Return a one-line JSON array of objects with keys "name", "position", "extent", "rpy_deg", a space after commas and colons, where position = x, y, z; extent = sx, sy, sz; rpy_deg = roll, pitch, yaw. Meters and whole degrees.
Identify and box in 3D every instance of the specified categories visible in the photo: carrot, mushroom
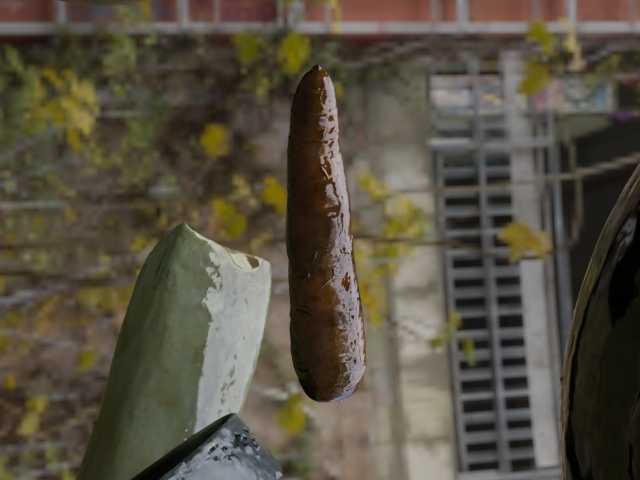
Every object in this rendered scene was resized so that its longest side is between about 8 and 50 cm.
[{"name": "carrot", "position": [0.000, 0.001, 0.757], "extent": [0.035, 0.036, 0.165], "rpy_deg": [-128, -150, -60]}, {"name": "mushroom", "position": [-0.107, 0.147, 1.096], "extent": [0.081, 0.100, 0.312], "rpy_deg": [3, -105, 45]}]

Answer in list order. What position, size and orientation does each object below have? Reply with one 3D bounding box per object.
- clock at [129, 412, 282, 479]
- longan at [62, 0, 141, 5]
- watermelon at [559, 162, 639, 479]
[{"name": "clock", "position": [-0.119, 0.171, 0.874], "extent": [0.049, 0.226, 0.226], "rpy_deg": [52, -23, 1]}, {"name": "longan", "position": [-0.109, -0.244, 0.865], "extent": [0.248, 0.248, 0.248], "rpy_deg": [177, -90, -71]}, {"name": "watermelon", "position": [0.138, 0.065, 0.500], "extent": [0.123, 0.129, 0.301], "rpy_deg": [158, -68, -83]}]
